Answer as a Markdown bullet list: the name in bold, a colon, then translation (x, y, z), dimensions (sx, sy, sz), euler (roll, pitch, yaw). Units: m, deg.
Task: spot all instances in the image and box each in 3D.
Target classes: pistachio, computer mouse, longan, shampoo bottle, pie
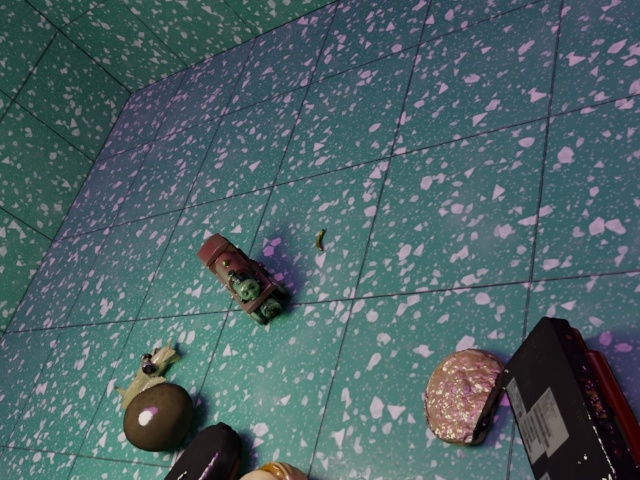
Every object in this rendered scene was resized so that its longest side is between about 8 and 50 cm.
- **pistachio**: translation (-0.110, 0.592, 1.555), dimensions (0.229, 0.157, 0.157), euler (-17, 46, 50)
- **computer mouse**: translation (-0.314, 0.626, 1.733), dimensions (0.183, 0.116, 0.323), euler (12, 60, 50)
- **longan**: translation (-0.460, 0.508, 1.922), dimensions (0.212, 0.198, 0.198), euler (-23, 42, 7)
- **shampoo bottle**: translation (0.508, 0.304, 1.253), dimensions (0.118, 0.076, 0.314), euler (-45, 35, 31)
- **pie**: translation (0.302, 0.329, 1.452), dimensions (0.185, 0.052, 0.218), euler (15, 71, 47)

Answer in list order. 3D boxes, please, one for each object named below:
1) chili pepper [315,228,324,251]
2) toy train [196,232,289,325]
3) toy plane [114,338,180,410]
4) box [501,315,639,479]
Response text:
- **chili pepper**: translation (-0.001, -0.001, 2.054), dimensions (0.030, 0.017, 0.083), euler (-15, 48, 33)
- **toy train**: translation (-0.230, 0.116, 2.008), dimensions (0.150, 0.221, 0.304), euler (-47, 39, -3)
- **toy plane**: translation (-0.551, 0.432, 2.151), dimensions (0.256, 0.104, 0.242), euler (-44, 23, -5)
- **box**: translation (0.438, 0.329, 1.223), dimensions (0.350, 0.058, 0.211), euler (-98, 19, -46)
